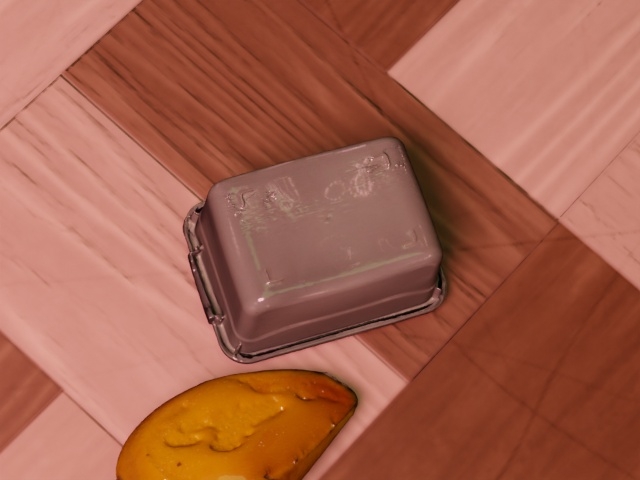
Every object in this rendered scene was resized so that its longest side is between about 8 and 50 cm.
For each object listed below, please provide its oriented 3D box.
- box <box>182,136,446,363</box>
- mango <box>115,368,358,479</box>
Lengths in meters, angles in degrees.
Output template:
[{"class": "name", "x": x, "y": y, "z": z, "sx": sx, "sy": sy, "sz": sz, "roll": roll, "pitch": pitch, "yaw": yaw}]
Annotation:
[{"class": "box", "x": 0.000, "y": 0.000, "z": 1.240, "sx": 0.172, "sy": 0.093, "sz": 0.124, "roll": -17, "pitch": 73, "yaw": -12}, {"class": "mango", "x": -0.057, "y": 0.136, "z": 1.196, "sx": 0.187, "sy": 0.066, "sz": 0.101, "roll": -28, "pitch": 58, "yaw": -31}]
